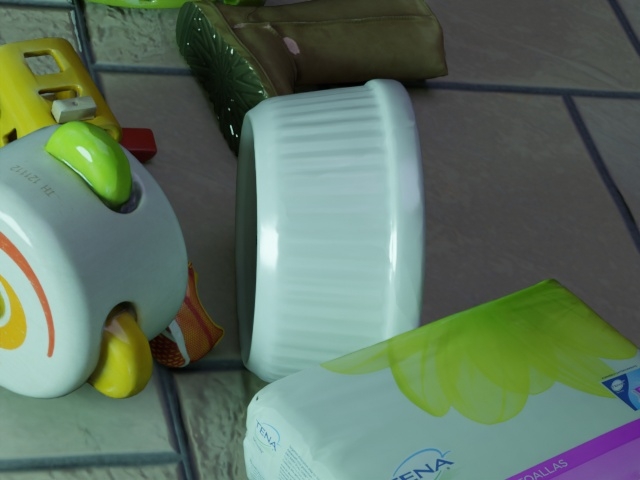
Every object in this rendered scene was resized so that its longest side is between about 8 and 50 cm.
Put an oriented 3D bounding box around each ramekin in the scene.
[{"bbox_3d":[0.000,0.000,1.293,0.127,0.273,0.273,0,47,-7],"label":"ramekin"}]

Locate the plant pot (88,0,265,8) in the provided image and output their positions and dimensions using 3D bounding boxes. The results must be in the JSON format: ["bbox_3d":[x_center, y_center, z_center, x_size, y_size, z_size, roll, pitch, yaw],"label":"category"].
[{"bbox_3d":[-0.126,-0.370,1.616,0.207,0.228,0.227,14,44,-21],"label":"plant pot"}]

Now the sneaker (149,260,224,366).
[{"bbox_3d":[-0.145,0.024,1.323,0.067,0.064,0.175,-30,92,-42],"label":"sneaker"}]

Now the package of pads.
[{"bbox_3d":[0.120,0.152,1.115,0.296,0.101,0.229,-19,42,-29],"label":"package of pads"}]

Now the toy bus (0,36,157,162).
[{"bbox_3d":[-0.227,-0.087,1.379,0.202,0.104,0.191,22,44,-3],"label":"toy bus"}]

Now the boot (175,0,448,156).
[{"bbox_3d":[0.017,-0.174,1.583,0.269,0.089,0.236,-7,52,-30],"label":"boot"}]

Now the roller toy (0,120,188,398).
[{"bbox_3d":[-0.214,0.021,1.222,0.146,0.191,0.209,-35,113,-43],"label":"roller toy"}]
